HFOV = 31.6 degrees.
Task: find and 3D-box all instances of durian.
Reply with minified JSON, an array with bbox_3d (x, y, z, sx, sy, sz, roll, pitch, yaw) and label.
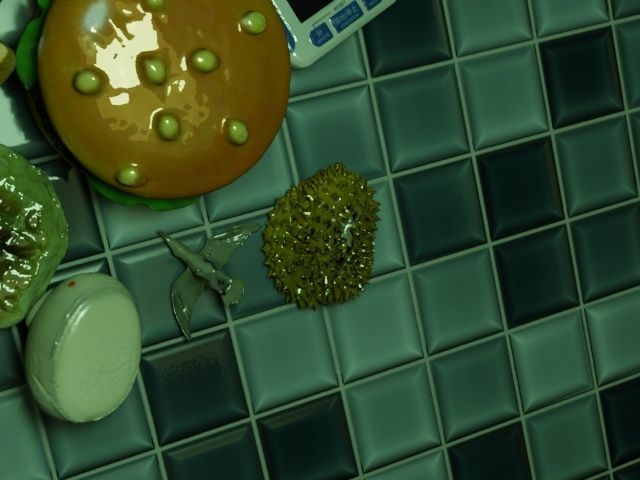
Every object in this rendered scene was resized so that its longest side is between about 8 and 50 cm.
[{"bbox_3d":[0.010,0.002,1.845,0.183,0.138,0.250,1,101,-30],"label":"durian"}]

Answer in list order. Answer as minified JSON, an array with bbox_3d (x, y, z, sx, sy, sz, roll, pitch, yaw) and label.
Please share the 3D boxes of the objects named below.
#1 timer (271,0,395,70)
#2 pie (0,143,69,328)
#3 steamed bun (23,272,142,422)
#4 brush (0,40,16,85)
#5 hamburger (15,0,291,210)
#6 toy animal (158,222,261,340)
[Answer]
[{"bbox_3d":[-0.006,-0.401,1.809,0.253,0.078,0.178,-39,106,-25],"label":"timer"},{"bbox_3d":[-0.514,-0.007,1.666,0.306,0.071,0.306,-3,98,-22],"label":"pie"},{"bbox_3d":[-0.365,0.156,1.703,0.177,0.130,0.228,-3,107,-47],"label":"steamed bun"},{"bbox_3d":[-0.550,-0.214,1.548,0.266,0.166,0.174,-7,77,-13],"label":"brush"},{"bbox_3d":[-0.238,-0.258,1.637,0.395,0.277,0.396,-3,97,-23],"label":"hamburger"},{"bbox_3d":[-0.186,0.033,1.787,0.155,0.095,0.219,43,79,-24],"label":"toy animal"}]
